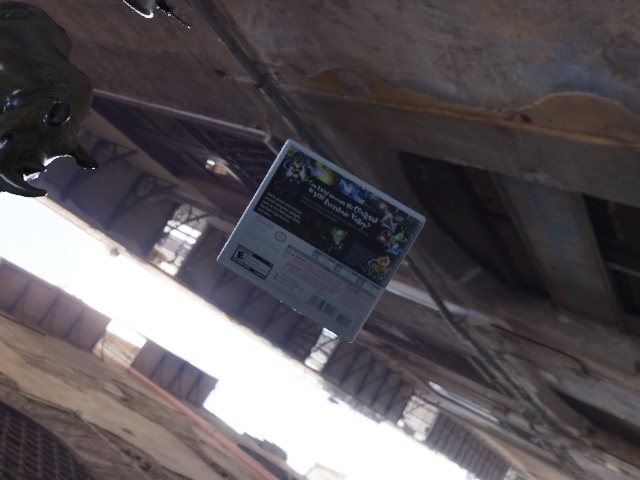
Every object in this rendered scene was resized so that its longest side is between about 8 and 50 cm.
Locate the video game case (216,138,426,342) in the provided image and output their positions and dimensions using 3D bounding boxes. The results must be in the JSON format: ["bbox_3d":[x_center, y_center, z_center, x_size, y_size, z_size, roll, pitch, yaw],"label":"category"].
[{"bbox_3d":[0.000,0.000,0.778,0.173,0.191,0.022,-59,-5,3],"label":"video game case"}]

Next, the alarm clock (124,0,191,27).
[{"bbox_3d":[-0.256,-0.354,0.905,0.064,0.192,0.129,-52,-1,7],"label":"alarm clock"}]

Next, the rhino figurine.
[{"bbox_3d":[-0.218,-0.103,0.464,0.106,0.243,0.073,-20,-44,-17],"label":"rhino figurine"}]
